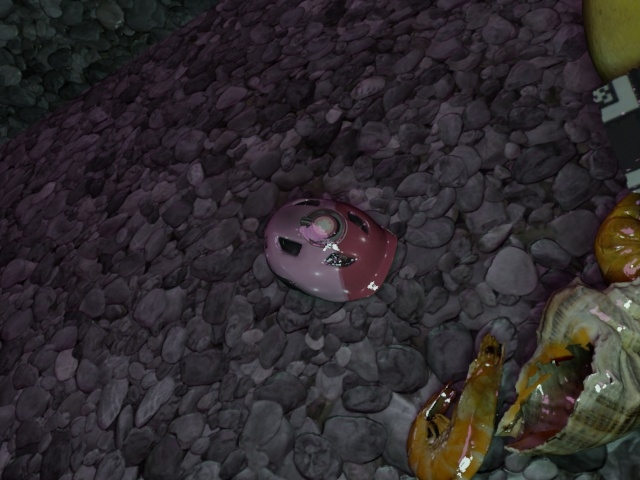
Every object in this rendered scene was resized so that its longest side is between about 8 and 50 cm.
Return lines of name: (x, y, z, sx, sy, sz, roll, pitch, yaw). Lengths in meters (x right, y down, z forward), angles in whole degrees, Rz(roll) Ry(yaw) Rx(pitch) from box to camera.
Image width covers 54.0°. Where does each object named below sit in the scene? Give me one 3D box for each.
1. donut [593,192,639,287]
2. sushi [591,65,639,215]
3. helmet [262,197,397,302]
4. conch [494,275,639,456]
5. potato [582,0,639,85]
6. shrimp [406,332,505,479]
donut: (0.512, 0.017, 0.898, 0.226, 0.114, 0.227, -15, 51, 20)
sushi: (0.555, -0.093, 0.792, 0.296, 0.099, 0.373, -28, 60, 33)
helmet: (0.000, 0.000, 1.197, 0.253, 0.154, 0.199, 2, 58, 38)
conch: (0.362, 0.184, 0.838, 0.210, 0.158, 0.292, -95, 25, -68)
potato: (0.648, -0.324, 0.967, 0.441, 0.320, 0.385, 5, 20, 43)
shrimp: (0.208, 0.252, 0.932, 0.249, 0.068, 0.150, -55, 29, -16)
